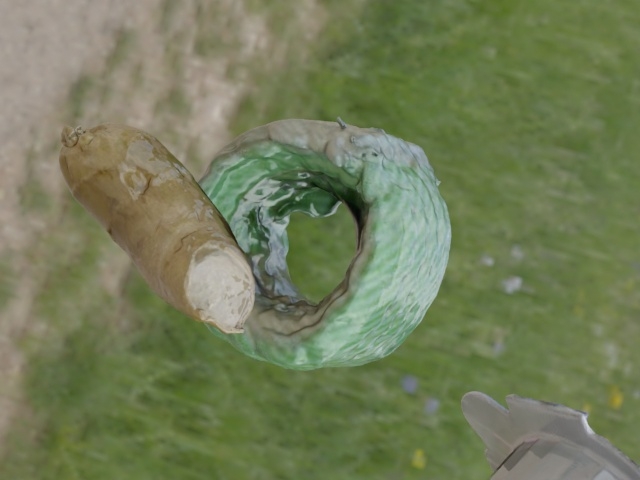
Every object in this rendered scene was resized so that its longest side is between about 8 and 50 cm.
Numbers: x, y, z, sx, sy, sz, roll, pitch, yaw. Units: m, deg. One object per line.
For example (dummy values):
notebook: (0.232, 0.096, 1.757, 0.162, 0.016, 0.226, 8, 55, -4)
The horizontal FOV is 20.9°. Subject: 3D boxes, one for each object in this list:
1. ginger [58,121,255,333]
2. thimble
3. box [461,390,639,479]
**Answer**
ginger: (-0.102, -0.008, 1.140, 0.069, 0.190, 0.095, -47, 159, 15)
thimble: (0.000, 0.000, 1.466, 0.150, 0.219, 0.219, 6, 101, -61)
box: (0.178, 0.294, 1.563, 0.206, 0.291, 0.262, -40, 168, -29)
